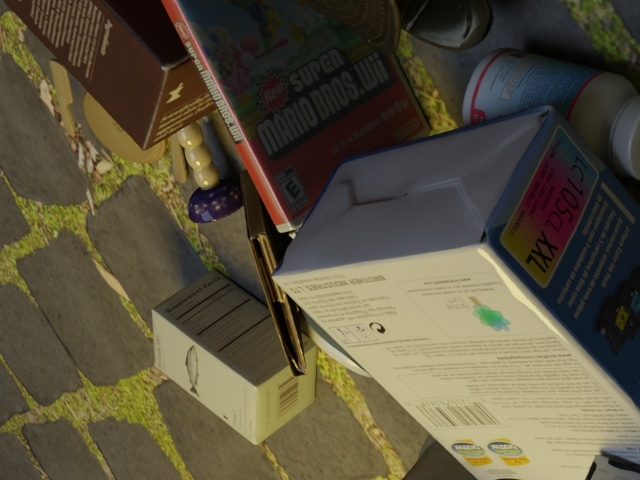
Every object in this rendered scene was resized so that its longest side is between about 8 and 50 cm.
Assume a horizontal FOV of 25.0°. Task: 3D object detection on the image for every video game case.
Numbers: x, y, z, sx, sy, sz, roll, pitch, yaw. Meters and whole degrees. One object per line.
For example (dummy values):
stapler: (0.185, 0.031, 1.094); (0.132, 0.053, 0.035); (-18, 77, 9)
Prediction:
video game case: (-0.027, -0.177, 1.276); (0.025, 0.204, 0.285); (-14, 107, 50)

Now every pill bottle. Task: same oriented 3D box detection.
pill bottle: (0.200, -0.099, 1.164); (0.160, 0.087, 0.087); (21, 133, 41)

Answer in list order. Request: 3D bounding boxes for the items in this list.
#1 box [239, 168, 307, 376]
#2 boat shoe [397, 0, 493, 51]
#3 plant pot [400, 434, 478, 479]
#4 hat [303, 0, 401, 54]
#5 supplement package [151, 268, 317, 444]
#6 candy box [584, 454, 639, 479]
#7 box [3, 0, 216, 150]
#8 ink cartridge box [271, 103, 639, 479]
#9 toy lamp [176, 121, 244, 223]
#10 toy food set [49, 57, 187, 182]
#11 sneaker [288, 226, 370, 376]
box: (-0.050, 0.030, 1.534); (0.201, 0.021, 0.164); (-105, -2, -67)
boat shoe: (0.070, -0.239, 1.225); (0.223, 0.073, 0.080); (41, 119, 26)
plant pot: (0.146, 0.356, 1.418); (0.334, 0.305, 0.334); (31, 140, 31)
hat: (0.001, -0.310, 1.103); (0.331, 0.134, 0.331); (52, 174, 8)
supplement package: (-0.103, 0.137, 1.721); (0.179, 0.105, 0.105); (33, 141, 30)
candy box: (0.220, 0.299, 1.150); (0.070, 0.196, 0.165); (16, 148, 25)
box: (-0.213, -0.292, 1.425); (0.381, 0.191, 0.143); (46, 145, 16)
ink cartridge box: (0.190, 0.091, 1.209); (0.395, 0.151, 0.270); (47, 149, -23)
toy lamp: (-0.158, -0.156, 1.573); (0.080, 0.080, 0.275); (8, 125, 48)
toy food set: (-0.227, -0.149, 1.705); (0.192, 0.038, 0.132); (24, 141, 23)
sneaker: (0.001, 0.000, 1.454); (0.323, 0.130, 0.236); (49, 142, 1)
